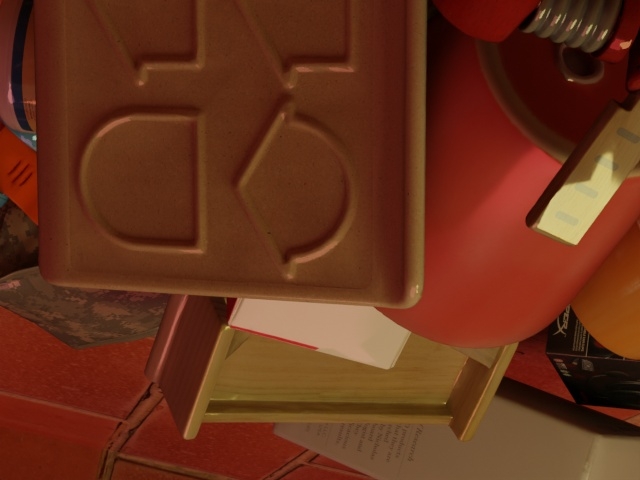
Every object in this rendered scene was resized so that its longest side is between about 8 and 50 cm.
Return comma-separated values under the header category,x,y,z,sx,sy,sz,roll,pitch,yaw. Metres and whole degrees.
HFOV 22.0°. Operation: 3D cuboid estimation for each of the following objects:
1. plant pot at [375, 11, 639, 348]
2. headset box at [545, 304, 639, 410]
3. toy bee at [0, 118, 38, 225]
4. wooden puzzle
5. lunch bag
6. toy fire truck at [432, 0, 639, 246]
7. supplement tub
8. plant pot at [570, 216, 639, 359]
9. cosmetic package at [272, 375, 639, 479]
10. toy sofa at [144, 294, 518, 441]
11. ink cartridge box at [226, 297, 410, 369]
category,x,y,z,sx,sy,sz,roll,pitch,yaw
plant pot,0.155,-0.084,1.313,0.274,0.275,0.243,16,150,-16
headset box,0.434,0.129,1.946,0.293,0.110,0.218,4,160,20
toy bee,-0.314,-0.106,1.673,0.195,0.298,0.162,-26,-173,3
wooden puzzle,-0.070,-0.118,1.284,0.347,0.322,0.080,4,-172,24
lunch bag,-0.215,-0.001,1.831,0.287,0.169,0.235,-11,155,22
toy fire truck,0.167,-0.144,1.112,0.217,0.246,0.158,15,158,-13
supplement tub,-0.170,-0.154,1.425,0.199,0.144,0.144,8,161,7
plant pot,0.321,0.008,1.457,0.205,0.205,0.188,21,141,-26
cosmetic package,0.190,0.250,2.092,0.453,0.162,0.230,19,-176,36
toy sofa,0.006,0.101,1.726,0.362,0.177,0.150,4,123,-28
ink cartridge box,0.000,0.000,1.626,0.172,0.237,0.100,16,122,-15
